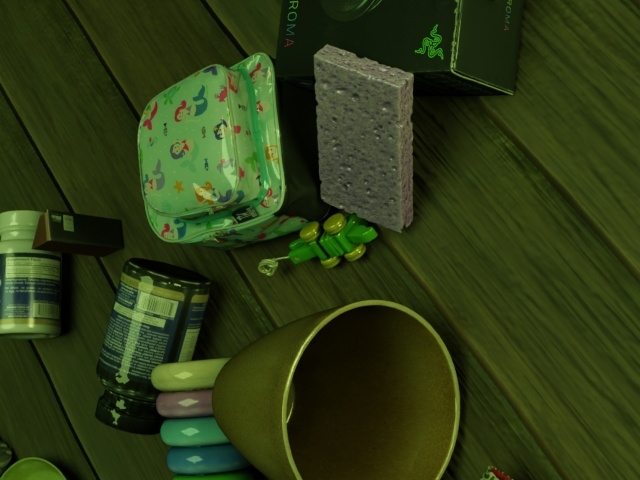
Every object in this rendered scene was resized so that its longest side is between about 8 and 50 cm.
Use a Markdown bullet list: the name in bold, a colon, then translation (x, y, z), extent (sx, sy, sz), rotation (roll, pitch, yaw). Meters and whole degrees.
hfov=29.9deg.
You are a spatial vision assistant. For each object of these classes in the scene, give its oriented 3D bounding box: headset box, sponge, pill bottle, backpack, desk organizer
- **headset box**: translation (0.104, -0.296, 1.388), extent (0.283, 0.131, 0.246), rotation (6, 88, 41)
- **sponge**: translation (0.051, -0.113, 1.376), extent (0.117, 0.031, 0.210), rotation (23, 137, 27)
- **pill bottle**: translation (-0.231, 0.143, 1.615), extent (0.122, 0.122, 0.219), rotation (20, 96, 41)
- **backpack**: translation (-0.126, -0.102, 1.530), extent (0.253, 0.191, 0.225), rotation (-19, 72, 43)
- **pill bottle**: translation (-0.451, 0.054, 1.827), extent (0.112, 0.112, 0.187), rotation (-11, 76, 40)
- **desk organizer**: translation (-0.355, -0.008, 1.742), extent (0.050, 0.130, 0.047), rotation (-22, 70, 39)

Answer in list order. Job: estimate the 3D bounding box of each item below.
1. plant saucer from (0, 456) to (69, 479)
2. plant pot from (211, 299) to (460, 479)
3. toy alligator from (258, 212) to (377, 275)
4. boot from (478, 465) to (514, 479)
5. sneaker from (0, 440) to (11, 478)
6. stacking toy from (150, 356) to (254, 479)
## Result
- **plant saucer**: translation (-0.419, 0.445, 1.787), extent (0.241, 0.037, 0.241), rotation (-8, 78, 41)
- **plant pot**: translation (-0.013, 0.189, 1.370), extent (0.254, 0.237, 0.237), rotation (-6, 79, 54)
- **toy alligator**: translation (0.000, 0.000, 1.488), extent (0.189, 0.056, 0.051), rotation (-18, 30, 39)
- **boot**: translation (0.201, 0.367, 1.227), extent (0.236, 0.085, 0.179), rotation (40, 97, 22)
- **sneaker**: translation (-0.614, 0.331, 1.929), extent (0.281, 0.105, 0.115), rotation (28, 102, 40)
- **stacking toy**: translation (-0.131, 0.315, 1.509), extent (0.141, 0.141, 0.330), rotation (-10, 84, 40)
